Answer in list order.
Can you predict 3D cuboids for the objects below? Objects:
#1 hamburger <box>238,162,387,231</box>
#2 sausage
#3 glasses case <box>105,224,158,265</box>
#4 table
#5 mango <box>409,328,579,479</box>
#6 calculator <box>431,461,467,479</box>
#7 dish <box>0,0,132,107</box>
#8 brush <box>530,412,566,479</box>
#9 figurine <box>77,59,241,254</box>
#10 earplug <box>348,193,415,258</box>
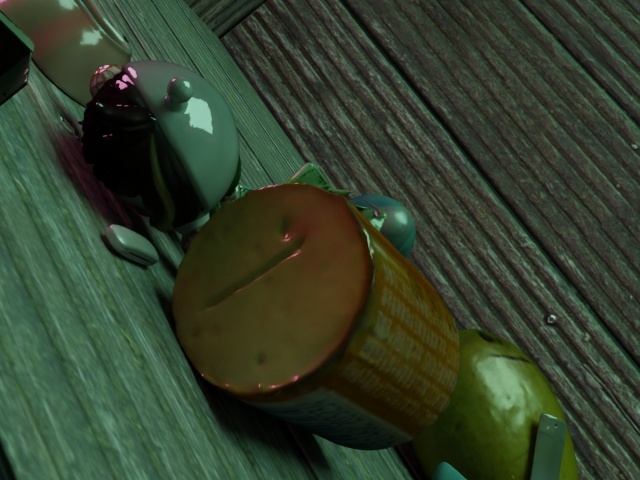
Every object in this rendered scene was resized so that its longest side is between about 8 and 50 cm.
[{"bbox_3d":[0.006,-0.005,1.321,0.275,0.151,0.261,13,28,-13],"label":"hamburger"},{"bbox_3d":[0.007,0.097,0.982,0.233,0.233,0.287,57,10,34],"label":"sausage"},{"bbox_3d":[-0.196,0.005,0.930,0.032,0.021,0.083,53,6,22],"label":"glasses case"},{"bbox_3d":[-0.356,-0.221,0.868,0.146,0.062,0.175,48,11,-34],"label":"table"},{"bbox_3d":[0.300,0.366,1.485,0.301,0.220,0.445,-6,69,-46],"label":"mango"},{"bbox_3d":[0.234,0.426,0.976,0.386,0.054,0.256,44,-28,15],"label":"calculator"},{"bbox_3d":[-0.331,-0.282,1.195,0.213,0.090,0.213,51,8,-10],"label":"dish"},{"bbox_3d":[0.339,0.424,1.348,0.060,0.321,0.050,26,-24,-25],"label":"brush"},{"bbox_3d":[-0.170,-0.099,1.071,0.281,0.167,0.370,58,-1,11],"label":"figurine"},{"bbox_3d":[0.073,0.002,1.565,0.185,0.185,0.324,52,-17,-6],"label":"earplug"}]
